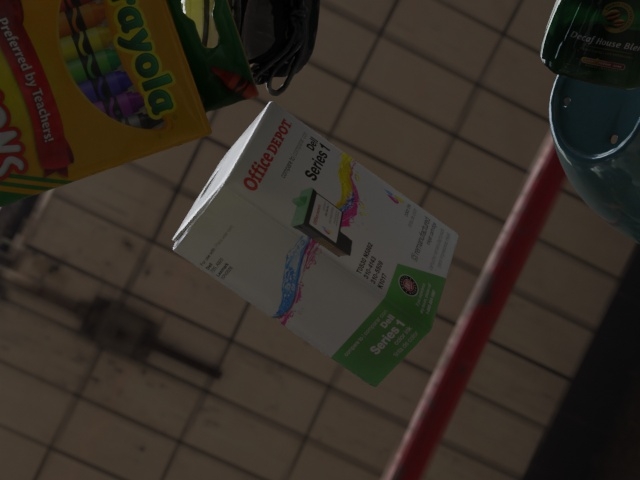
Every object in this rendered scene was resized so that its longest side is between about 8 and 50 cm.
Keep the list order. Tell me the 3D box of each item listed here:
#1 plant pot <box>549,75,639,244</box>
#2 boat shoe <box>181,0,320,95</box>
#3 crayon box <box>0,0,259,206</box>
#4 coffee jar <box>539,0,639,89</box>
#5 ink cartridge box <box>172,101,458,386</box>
[{"bbox_3d":[0.356,-0.132,1.481,0.290,0.195,0.290,-14,72,49],"label":"plant pot"},{"bbox_3d":[-0.079,-0.255,1.511,0.500,0.156,0.187,-79,-2,-77],"label":"boat shoe"},{"bbox_3d":[-0.228,-0.155,1.201,0.318,0.202,0.081,-20,21,-2],"label":"crayon box"},{"bbox_3d":[0.244,-0.221,1.142,0.079,0.096,0.184,-71,-8,-58],"label":"coffee jar"},{"bbox_3d":[0.000,0.000,1.583,0.117,0.278,0.201,-49,10,34],"label":"ink cartridge box"}]
